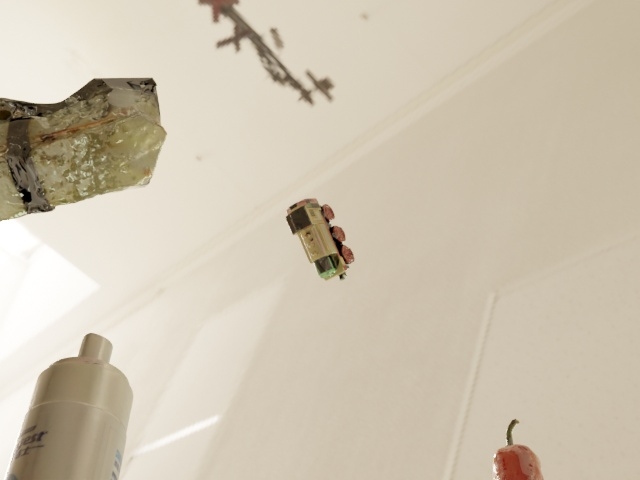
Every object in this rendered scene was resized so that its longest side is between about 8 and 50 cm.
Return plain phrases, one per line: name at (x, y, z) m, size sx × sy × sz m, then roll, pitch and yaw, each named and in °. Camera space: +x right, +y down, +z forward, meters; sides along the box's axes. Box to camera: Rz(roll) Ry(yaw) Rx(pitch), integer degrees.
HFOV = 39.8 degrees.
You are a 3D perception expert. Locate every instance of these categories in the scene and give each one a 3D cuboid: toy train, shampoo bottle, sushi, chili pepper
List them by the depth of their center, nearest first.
shampoo bottle at (-0.211, 0.200, 0.716) m, size 0.092 × 0.092 × 0.303 m, roll -37°, pitch -147°, yaw 33°
chili pepper at (0.187, 0.242, 0.823) m, size 0.050 × 0.059 × 0.191 m, roll -13°, pitch -150°, yaw 11°
sushi at (-0.286, -0.076, 0.880) m, size 0.109 × 0.272 × 0.134 m, roll -126°, pitch -146°, yaw -52°
toy train at (0.000, 0.000, 1.381) m, size 0.050 × 0.138 × 0.087 m, roll -29°, pitch 169°, yaw 30°
